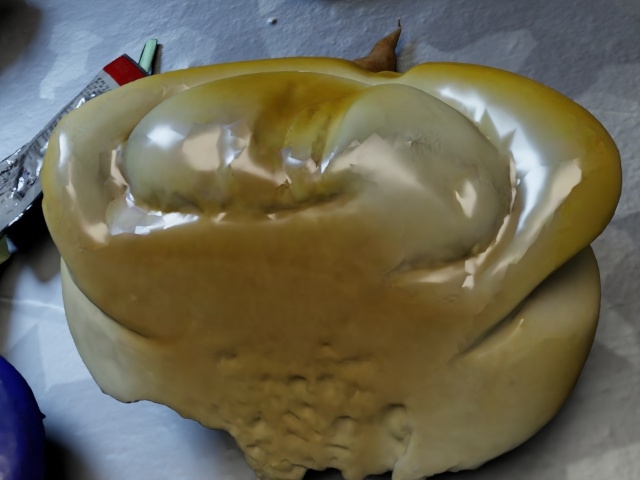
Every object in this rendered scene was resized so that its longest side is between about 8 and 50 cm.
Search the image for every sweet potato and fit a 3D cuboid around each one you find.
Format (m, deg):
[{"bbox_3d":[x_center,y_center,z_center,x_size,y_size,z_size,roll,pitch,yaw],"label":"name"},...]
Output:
[{"bbox_3d":[0.041,-0.157,0.805,0.056,0.056,0.195,21,64,26],"label":"sweet potato"}]

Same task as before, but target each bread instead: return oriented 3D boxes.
[{"bbox_3d":[-0.007,0.008,0.603,0.423,0.245,0.329,6,63,14],"label":"bread"}]

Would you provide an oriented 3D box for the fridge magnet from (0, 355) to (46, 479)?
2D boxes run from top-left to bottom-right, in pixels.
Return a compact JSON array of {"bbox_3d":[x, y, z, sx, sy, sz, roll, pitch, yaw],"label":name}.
[{"bbox_3d":[-0.349,0.210,0.664,0.265,0.113,0.266,-7,57,11],"label":"fridge magnet"}]

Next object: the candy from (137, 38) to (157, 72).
[{"bbox_3d":[-0.206,-0.109,0.845,0.093,0.092,0.336,-36,37,40],"label":"candy"}]

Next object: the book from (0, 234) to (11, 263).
[{"bbox_3d":[-0.453,0.078,0.746,0.201,0.026,0.289,-3,29,16],"label":"book"}]

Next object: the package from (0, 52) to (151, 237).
[{"bbox_3d":[-0.284,-0.109,0.848,0.239,0.030,0.154,-46,37,-2],"label":"package"}]
